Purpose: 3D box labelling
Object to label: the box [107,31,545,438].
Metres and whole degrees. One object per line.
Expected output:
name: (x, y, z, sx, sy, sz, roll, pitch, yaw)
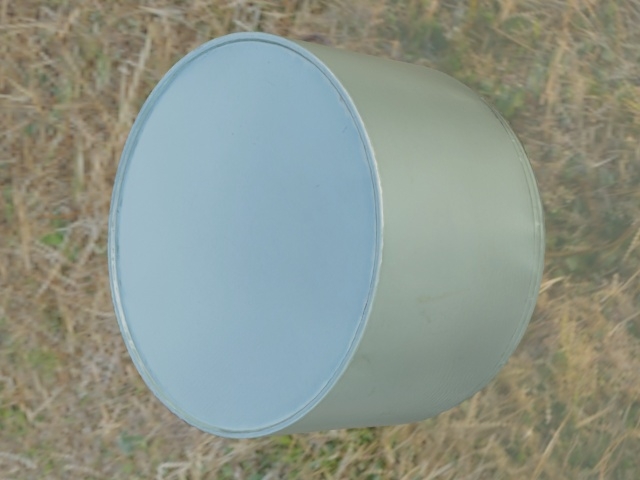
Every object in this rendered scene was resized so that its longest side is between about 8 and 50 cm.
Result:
box: (0.000, 0.000, 0.771, 0.226, 0.149, 0.226, -3, 85, 43)
